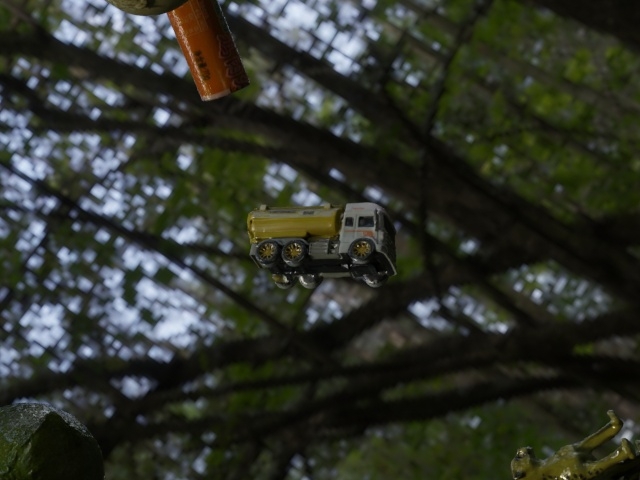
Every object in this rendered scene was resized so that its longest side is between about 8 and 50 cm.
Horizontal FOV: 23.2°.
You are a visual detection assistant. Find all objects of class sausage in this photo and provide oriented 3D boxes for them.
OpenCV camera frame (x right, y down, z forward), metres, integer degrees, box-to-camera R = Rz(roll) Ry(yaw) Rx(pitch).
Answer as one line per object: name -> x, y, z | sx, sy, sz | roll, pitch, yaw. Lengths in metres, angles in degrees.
sausage -> -0.166, -0.301, 2.041 | 0.071, 0.071, 0.234 | -39, -67, -45

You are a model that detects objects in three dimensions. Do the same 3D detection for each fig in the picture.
fig -> -0.407, 0.335, 2.091 | 0.203, 0.203, 0.235 | -65, -4, 28

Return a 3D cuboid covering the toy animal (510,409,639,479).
toy animal -> 0.314, 0.271, 1.806 | 0.136, 0.073, 0.181 | -32, -36, 14

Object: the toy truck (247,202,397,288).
toy truck -> 0.000, 0.000, 2.290 | 0.098, 0.226, 0.114 | 57, -144, -58

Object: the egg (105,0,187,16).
egg -> -0.167, -0.321, 1.584 | 0.164, 0.164, 0.202 | -36, -25, -50
